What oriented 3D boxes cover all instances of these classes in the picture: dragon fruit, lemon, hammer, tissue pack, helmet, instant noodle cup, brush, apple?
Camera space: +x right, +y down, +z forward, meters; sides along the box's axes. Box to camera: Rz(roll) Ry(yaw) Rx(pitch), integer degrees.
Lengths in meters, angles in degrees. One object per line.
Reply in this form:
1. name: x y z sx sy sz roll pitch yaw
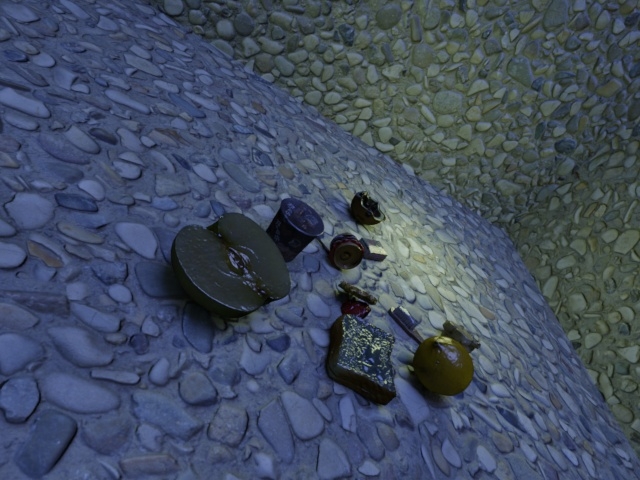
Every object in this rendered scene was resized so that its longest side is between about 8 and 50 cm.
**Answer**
1. dragon fruit: 0.151 0.285 1.854 0.106 0.083 0.162 47 34 18
2. lemon: 0.507 0.518 1.791 0.253 0.228 0.228 45 30 -3
3. hammer: 0.000 0.000 2.111 0.178 0.021 0.065 52 31 18
4. tissue pack: 0.275 0.047 2.312 0.148 0.060 0.108 11 40 -41
5. helmet: 0.259 -0.171 2.511 0.224 0.130 0.198 49 32 -6
6. instant noodle cup: -0.127 -0.036 1.836 0.217 0.207 0.217 28 34 -21
7. brush: 0.448 0.425 2.015 0.327 0.065 0.070 49 29 12
8. apple: -0.288 0.087 1.434 0.360 0.320 0.311 53 -6 10

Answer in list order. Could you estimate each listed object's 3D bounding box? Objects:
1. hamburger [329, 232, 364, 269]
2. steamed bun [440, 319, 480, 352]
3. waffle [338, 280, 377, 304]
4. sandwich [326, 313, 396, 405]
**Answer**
1. hamburger: 0.116 0.040 2.052 0.175 0.175 0.137 24 28 -26
2. steamed bun: 0.673 0.481 2.149 0.177 0.106 0.192 23 20 -51
3. waffle: 0.164 0.227 1.882 0.191 0.038 0.191 28 -7 4
4. sandwich: 0.157 0.429 1.651 0.271 0.099 0.301 32 33 -14
